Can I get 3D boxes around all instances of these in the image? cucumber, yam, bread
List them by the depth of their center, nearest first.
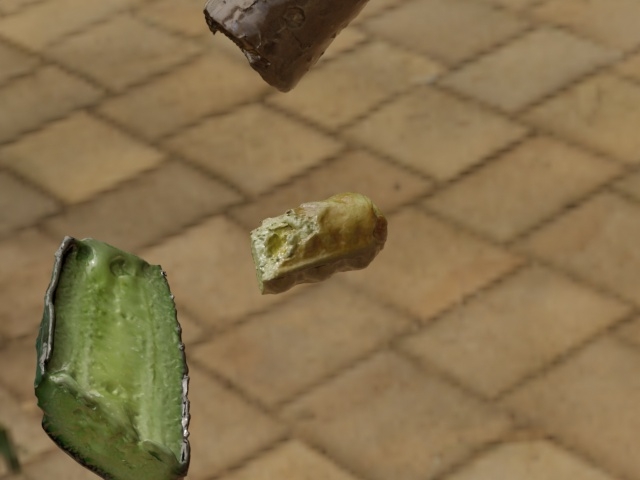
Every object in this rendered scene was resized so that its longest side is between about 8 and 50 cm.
[{"bbox_3d":[-0.159,0.091,1.452,0.115,0.086,0.193,16,51,-23],"label":"cucumber"},{"bbox_3d":[0.000,0.000,1.553,0.110,0.066,0.060,-17,29,-7],"label":"bread"},{"bbox_3d":[0.018,-0.267,1.718,0.280,0.131,0.131,-49,30,10],"label":"yam"}]
